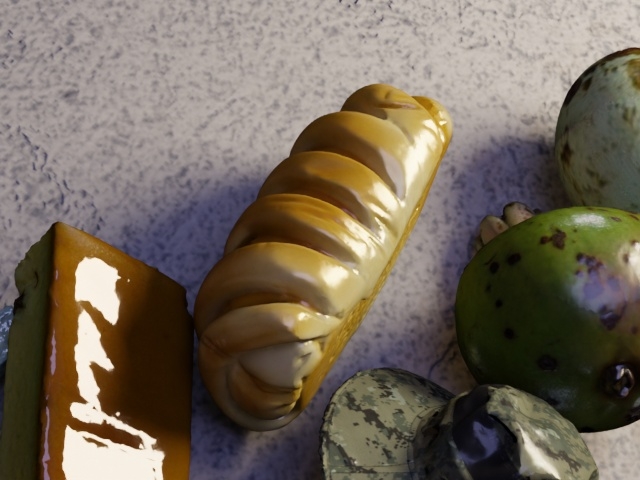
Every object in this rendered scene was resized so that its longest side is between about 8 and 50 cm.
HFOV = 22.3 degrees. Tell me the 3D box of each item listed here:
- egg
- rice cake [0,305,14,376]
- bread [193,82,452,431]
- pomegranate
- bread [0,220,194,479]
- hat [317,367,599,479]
[{"bbox_3d":[0.301,-0.059,1.419,0.169,0.169,0.231,-21,81,-27],"label":"egg"},{"bbox_3d":[-0.304,0.131,1.183,0.042,0.045,0.245,46,58,6],"label":"rice cake"},{"bbox_3d":[0.000,0.000,1.284,0.121,0.173,0.311,27,52,7],"label":"bread"},{"bbox_3d":[0.201,0.048,1.330,0.202,0.202,0.248,1,33,-18],"label":"pomegranate"},{"bbox_3d":[-0.162,0.175,1.167,0.138,0.077,0.361,24,53,-39],"label":"bread"},{"bbox_3d":[0.129,0.178,1.206,0.265,0.128,0.265,35,32,-26],"label":"hat"}]
